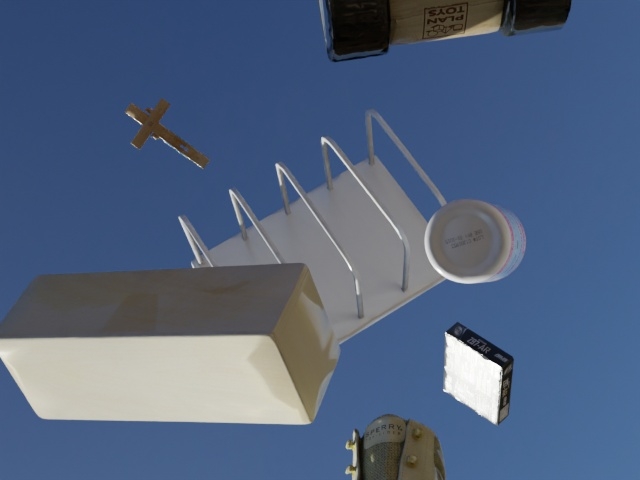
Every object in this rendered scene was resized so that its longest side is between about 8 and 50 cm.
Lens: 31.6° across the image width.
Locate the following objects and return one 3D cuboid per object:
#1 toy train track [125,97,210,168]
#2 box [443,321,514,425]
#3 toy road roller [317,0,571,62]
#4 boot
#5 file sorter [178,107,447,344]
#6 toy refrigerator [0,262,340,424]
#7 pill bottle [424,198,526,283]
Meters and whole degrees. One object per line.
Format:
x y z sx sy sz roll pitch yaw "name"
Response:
-0.131 -0.091 0.976 0.048 0.083 0.014 -54 1 9 "toy train track"
0.145 0.124 1.044 0.018 0.067 0.083 -35 -40 -30 "box"
0.077 -0.309 0.863 0.203 0.240 0.329 -9 -29 -3 "toy road roller"
0.037 0.197 0.791 0.213 0.077 0.165 50 -142 -49 "boot"
0.000 0.000 1.343 0.278 0.192 0.173 -31 -24 -10 "file sorter"
-0.129 0.085 0.953 0.094 0.270 0.102 -64 -38 -46 "toy refrigerator"
0.169 0.001 1.192 0.087 0.087 0.160 -71 -18 6 "pill bottle"
